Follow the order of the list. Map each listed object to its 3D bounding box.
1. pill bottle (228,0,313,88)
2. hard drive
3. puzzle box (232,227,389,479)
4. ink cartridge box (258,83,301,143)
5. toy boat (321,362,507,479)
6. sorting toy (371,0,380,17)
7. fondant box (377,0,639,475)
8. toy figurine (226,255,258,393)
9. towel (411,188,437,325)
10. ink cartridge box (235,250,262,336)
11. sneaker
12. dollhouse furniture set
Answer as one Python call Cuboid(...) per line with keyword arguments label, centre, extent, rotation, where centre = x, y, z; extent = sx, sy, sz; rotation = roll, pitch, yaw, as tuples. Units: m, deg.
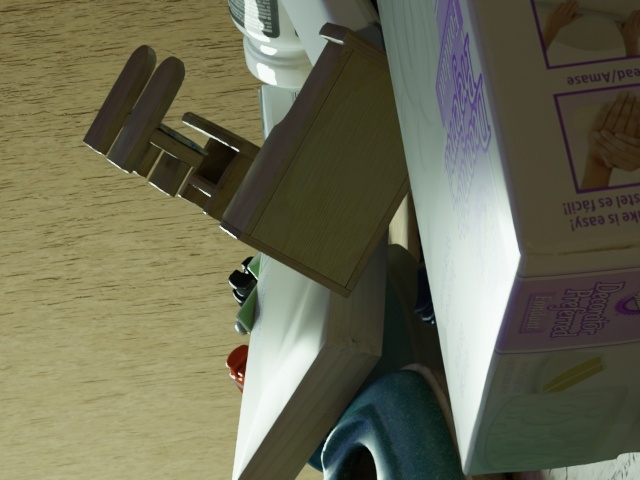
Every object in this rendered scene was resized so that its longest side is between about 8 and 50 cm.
Cuboid(label="pill bottle", centre=(-0.035, -0.329, 1.802), extent=(0.162, 0.162, 0.278), rotation=(-100, 5, -45))
Cuboid(label="hard drive", centre=(-0.014, -0.230, 1.275), extent=(0.203, 0.040, 0.307), rotation=(75, 171, -61))
Cuboid(label="puzzle box", centre=(0.000, 0.000, 1.418), extent=(0.272, 0.052, 0.409), rotation=(119, 162, -51))
Cuboid(label="ink cartridge box", centre=(-0.007, -0.085, 2.095), extent=(0.309, 0.130, 0.272), rotation=(-122, 26, -84))
Cuboid(label="toy boat", centre=(0.032, 0.266, 1.203), extent=(0.318, 0.148, 0.267), rotation=(-57, 34, 39))
Cuboid(label="sorting toy", centre=(0.044, -0.256, 1.212), extent=(0.193, 0.038, 0.208), rotation=(-148, 54, -83))
Cuboid(label="fondant box", centre=(0.090, -0.090, 0.692), extent=(0.238, 0.096, 0.330), rotation=(90, 172, -62))
Cuboid(label="toy figurine", centre=(-0.005, 0.118, 1.868), extent=(0.148, 0.213, 0.209), rotation=(63, -163, -48))
Cuboid(label="towel", centre=(0.086, -0.111, 1.226), extent=(0.243, 0.040, 0.336), rotation=(103, 160, -78))
Cuboid(label="ink cartridge box", centre=(-0.009, 0.080, 1.620), extent=(0.171, 0.056, 0.235), rotation=(50, -140, -15))
Cuboid(label="sneaker", centre=(0.048, 0.145, 1.435), extent=(0.366, 0.150, 0.135), rotation=(-100, 6, -47))
Cuboid(label="dollhouse furniture set", centre=(-0.025, -0.077, 1.150), extent=(0.161, 0.212, 0.242), rotation=(-61, 27, 1))
